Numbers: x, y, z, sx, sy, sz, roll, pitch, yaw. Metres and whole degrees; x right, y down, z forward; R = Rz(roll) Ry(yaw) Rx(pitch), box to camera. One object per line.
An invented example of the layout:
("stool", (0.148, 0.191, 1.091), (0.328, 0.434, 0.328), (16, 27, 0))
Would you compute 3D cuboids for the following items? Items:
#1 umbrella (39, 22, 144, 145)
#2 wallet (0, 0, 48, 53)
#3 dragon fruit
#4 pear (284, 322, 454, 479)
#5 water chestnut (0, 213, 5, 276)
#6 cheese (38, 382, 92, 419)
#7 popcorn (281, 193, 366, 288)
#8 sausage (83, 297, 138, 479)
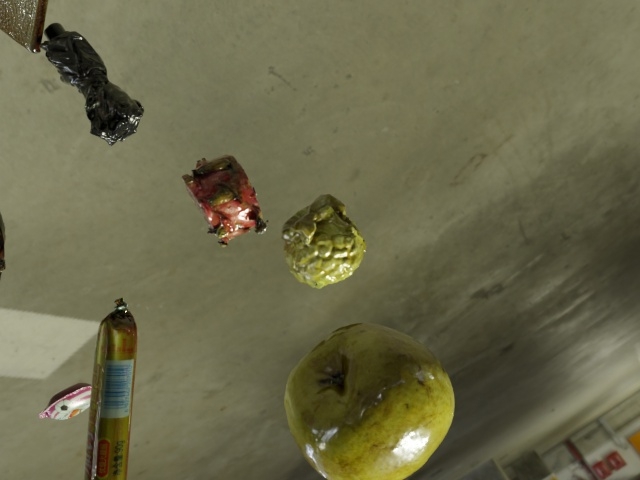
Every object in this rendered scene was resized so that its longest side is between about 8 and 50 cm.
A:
("umbrella", (-0.457, -0.315, 1.299), (0.122, 0.272, 0.110), (-29, 168, -48))
("wallet", (-0.557, -0.474, 1.203), (0.243, 0.133, 0.039), (-54, -172, 46))
("dragon fruit", (-0.245, -0.095, 1.596), (0.147, 0.282, 0.211), (-21, 139, -18))
("pear", (0.097, 0.306, 1.225), (0.304, 0.304, 0.304), (-25, 152, -15))
("water chestnut", (-0.638, 0.018, 1.132), (0.238, 0.223, 0.223), (2, 155, 12))
("cheese", (-0.619, 0.406, 1.729), (0.244, 0.062, 0.155), (-25, 164, -31))
("popcorn", (0.000, 0.000, 1.639), (0.206, 0.237, 0.251), (-11, 143, 12))
("sausage", (-0.351, 0.281, 1.103), (0.082, 0.371, 0.082), (4, 180, 0))
